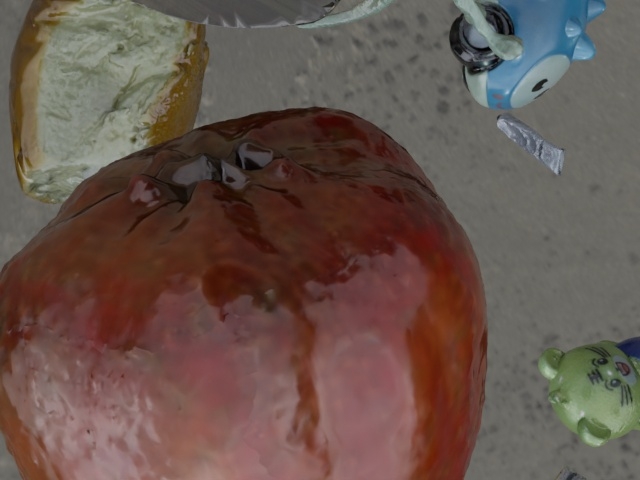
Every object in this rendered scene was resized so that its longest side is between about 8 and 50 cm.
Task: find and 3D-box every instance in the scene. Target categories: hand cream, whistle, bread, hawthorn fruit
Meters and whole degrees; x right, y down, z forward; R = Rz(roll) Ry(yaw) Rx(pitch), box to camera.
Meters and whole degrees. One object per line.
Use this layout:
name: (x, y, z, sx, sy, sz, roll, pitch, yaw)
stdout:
hand cream: (0.208, -0.100, 1.328, 0.019, 0.093, 0.030, -18, 134, -30)
whistle: (0.305, 0.137, 1.272, 0.228, 0.105, 0.085, -6, 145, -31)
bread: (-0.256, -0.173, 1.578, 0.225, 0.250, 0.278, 10, 88, -3)
hawthorn fruit: (-0.035, 0.095, 0.766, 0.287, 0.287, 0.330, -11, 119, -4)

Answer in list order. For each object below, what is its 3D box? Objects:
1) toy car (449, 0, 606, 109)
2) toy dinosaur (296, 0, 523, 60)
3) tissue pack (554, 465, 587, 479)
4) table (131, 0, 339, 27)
toy car: (0.283, -0.299, 1.790, 0.190, 0.188, 0.255, 11, 79, 14)
toy dinosaur: (0.128, -0.290, 1.435, 0.205, 0.393, 0.092, 52, 56, -30)
tissue pack: (0.254, 0.287, 1.396, 0.063, 0.035, 0.083, -48, 148, -29)
table: (-0.046, -0.364, 1.236, 0.317, 0.249, 0.317, 5, 103, 23)
